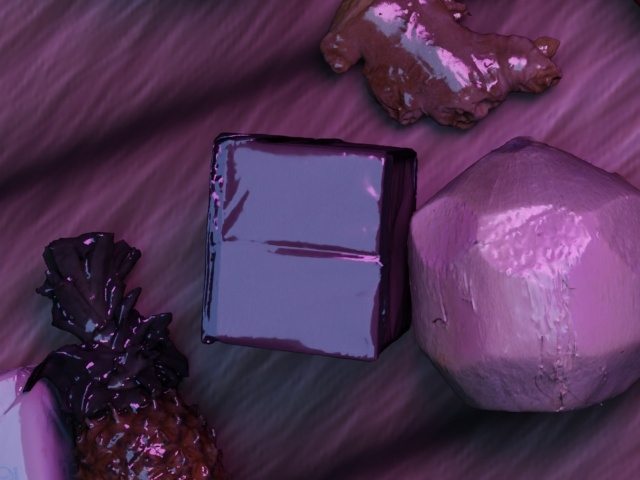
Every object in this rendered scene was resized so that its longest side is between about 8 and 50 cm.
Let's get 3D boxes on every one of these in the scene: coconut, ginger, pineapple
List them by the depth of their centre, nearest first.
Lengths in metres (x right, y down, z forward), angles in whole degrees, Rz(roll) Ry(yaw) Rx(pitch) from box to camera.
[{"bbox_3d":[0.190,0.025,1.545,0.227,0.227,0.230,-3,98,10],"label":"coconut"},{"bbox_3d":[0.109,-0.167,1.634,0.213,0.074,0.137,29,102,3],"label":"ginger"},{"bbox_3d":[-0.187,0.145,1.649,0.170,0.141,0.310,-14,85,-35],"label":"pineapple"}]

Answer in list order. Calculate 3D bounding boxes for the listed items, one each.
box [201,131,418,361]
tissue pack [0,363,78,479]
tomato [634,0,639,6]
[{"bbox_3d":[0.000,0.000,1.562,0.153,0.252,0.188,4,91,9],"label":"box"},{"bbox_3d":[-0.330,0.262,1.694,0.201,0.124,0.271,-9,89,7],"label":"tissue pack"},{"bbox_3d":[0.374,-0.308,1.460,0.321,0.321,0.322,0,91,10],"label":"tomato"}]
